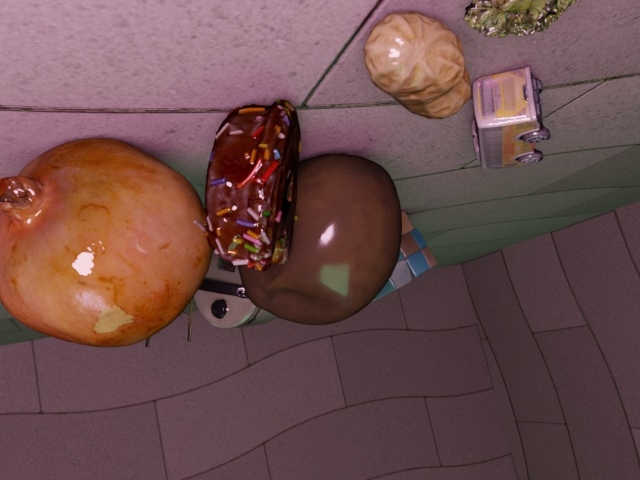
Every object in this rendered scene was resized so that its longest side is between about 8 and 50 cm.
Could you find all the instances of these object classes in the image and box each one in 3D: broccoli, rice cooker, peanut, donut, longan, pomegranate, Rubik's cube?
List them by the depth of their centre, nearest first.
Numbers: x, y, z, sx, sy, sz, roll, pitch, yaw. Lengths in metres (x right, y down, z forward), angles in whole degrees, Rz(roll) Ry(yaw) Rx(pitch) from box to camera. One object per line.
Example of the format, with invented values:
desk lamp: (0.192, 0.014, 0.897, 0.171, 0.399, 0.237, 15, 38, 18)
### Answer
broccoli: (0.178, -0.221, 0.509, 0.092, 0.097, 0.095, -19, 137, -38)
peanut: (0.111, -0.183, 0.613, 0.093, 0.083, 0.194, -17, 168, 29)
pomegranate: (-0.269, -0.002, 0.685, 0.229, 0.252, 0.270, 23, 163, 36)
donut: (-0.082, -0.065, 0.705, 0.096, 0.216, 0.230, 6, -169, 5)
longan: (0.000, 0.000, 0.963, 0.289, 0.288, 0.350, -8, 164, -24)
rice cooker: (-0.211, 0.119, 1.522, 0.226, 0.225, 0.244, -17, 172, 26)
Rubik's cube: (0.171, 0.039, 1.625, 0.265, 0.212, 0.224, -35, 173, 38)

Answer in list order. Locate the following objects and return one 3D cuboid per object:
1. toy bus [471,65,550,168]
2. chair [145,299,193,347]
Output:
toy bus: (0.287, -0.174, 0.882, 0.106, 0.092, 0.268, -6, 172, 16)
chair: (-0.422, 0.138, 1.632, 0.160, 0.170, 0.325, -3, 123, -28)
